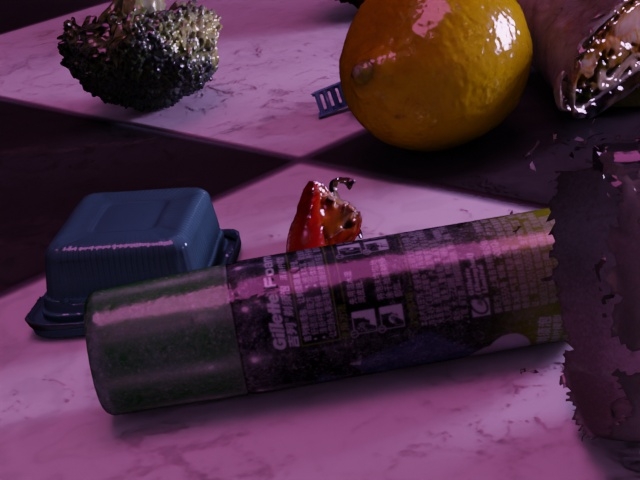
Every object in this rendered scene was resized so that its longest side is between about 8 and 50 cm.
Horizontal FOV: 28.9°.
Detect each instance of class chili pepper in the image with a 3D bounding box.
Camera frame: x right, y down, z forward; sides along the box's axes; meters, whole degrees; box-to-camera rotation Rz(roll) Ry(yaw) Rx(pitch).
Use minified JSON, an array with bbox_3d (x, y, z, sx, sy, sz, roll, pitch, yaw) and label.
[{"bbox_3d":[0.000,0.000,1.026,0.050,0.059,0.268,-42,15,23],"label":"chili pepper"}]

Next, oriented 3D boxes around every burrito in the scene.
[{"bbox_3d":[0.289,-0.229,1.322,0.175,0.107,0.347,-26,21,6],"label":"burrito"}]

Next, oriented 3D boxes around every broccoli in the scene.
[{"bbox_3d":[-0.219,-0.243,1.510,0.198,0.226,0.176,-6,66,3],"label":"broccoli"}]

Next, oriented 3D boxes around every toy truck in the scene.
[{"bbox_3d":[0.038,-0.168,1.408,0.090,0.056,0.073,-14,15,23],"label":"toy truck"}]

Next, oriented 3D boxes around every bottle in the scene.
[{"bbox_3d":[0.011,0.048,0.841,0.330,0.093,0.093,-9,22,-2],"label":"bottle"}]

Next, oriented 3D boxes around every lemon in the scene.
[{"bbox_3d":[0.113,-0.179,1.236,0.187,0.186,0.244,8,27,35],"label":"lemon"}]

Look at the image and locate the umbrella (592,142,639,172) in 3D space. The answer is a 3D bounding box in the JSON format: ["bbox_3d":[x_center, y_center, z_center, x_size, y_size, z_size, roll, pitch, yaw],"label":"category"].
[{"bbox_3d":[0.370,-0.051,0.957,0.326,0.094,0.090,-1,68,14],"label":"umbrella"}]

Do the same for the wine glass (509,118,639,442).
[{"bbox_3d":[0.299,0.015,0.708,0.357,0.190,0.190,-3,23,1],"label":"wine glass"}]

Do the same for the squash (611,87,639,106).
[{"bbox_3d":[0.361,-0.194,1.374,0.219,0.041,0.219,-12,23,5],"label":"squash"}]

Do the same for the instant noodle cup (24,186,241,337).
[{"bbox_3d":[-0.153,0.009,1.029,0.157,0.070,0.179,-4,22,6],"label":"instant noodle cup"}]

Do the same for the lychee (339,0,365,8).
[{"bbox_3d":[0.092,-0.469,1.834,0.264,0.264,0.300,1,13,22],"label":"lychee"}]
